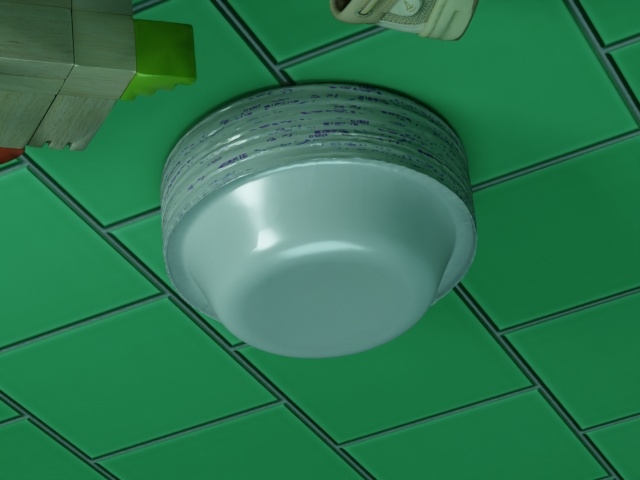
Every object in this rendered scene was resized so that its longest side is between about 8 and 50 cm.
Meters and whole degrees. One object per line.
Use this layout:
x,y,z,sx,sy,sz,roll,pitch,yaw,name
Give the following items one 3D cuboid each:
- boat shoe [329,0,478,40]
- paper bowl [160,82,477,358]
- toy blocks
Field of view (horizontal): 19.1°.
0.077,-0.261,1.365,0.110,0.121,0.341,1,146,-9,boat shoe
0.000,0.000,1.708,0.284,0.148,0.284,-4,144,-3,paper bowl
-0.320,-0.128,1.484,0.381,0.190,0.261,3,156,-22,toy blocks
